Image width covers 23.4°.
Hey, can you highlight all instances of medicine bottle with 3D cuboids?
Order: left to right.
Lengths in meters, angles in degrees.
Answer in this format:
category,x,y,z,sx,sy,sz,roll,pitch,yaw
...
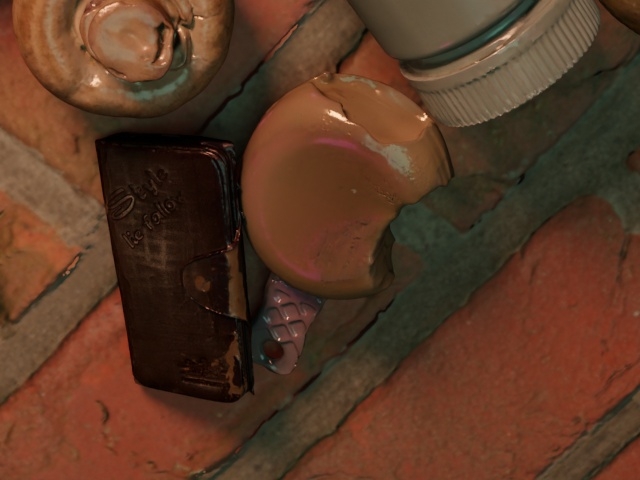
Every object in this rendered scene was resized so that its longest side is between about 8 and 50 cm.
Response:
category,x,y,z,sx,sy,sz,roll,pitch,yaw
medicine bottle,0.062,-0.250,1.140,0.158,0.158,0.318,-36,115,6

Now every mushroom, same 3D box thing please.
category,x,y,z,sx,sy,sz,roll,pitch,yaw
mushroom,-0.145,-0.170,1.156,0.166,0.127,0.166,-4,108,-12

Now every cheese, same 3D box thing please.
category,x,y,z,sx,sy,sz,roll,pitch,yaw
cheese,0.000,0.000,1.273,0.163,0.082,0.286,24,125,7

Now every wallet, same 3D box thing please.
category,x,y,z,sx,sy,sz,roll,pitch,yaw
wallet,-0.118,0.024,1.270,0.122,0.031,0.232,6,115,24

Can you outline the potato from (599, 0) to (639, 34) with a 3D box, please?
category,x,y,z,sx,sy,sz,roll,pitch,yaw
potato,0.291,-0.235,1.184,0.235,0.160,0.178,22,107,-40
